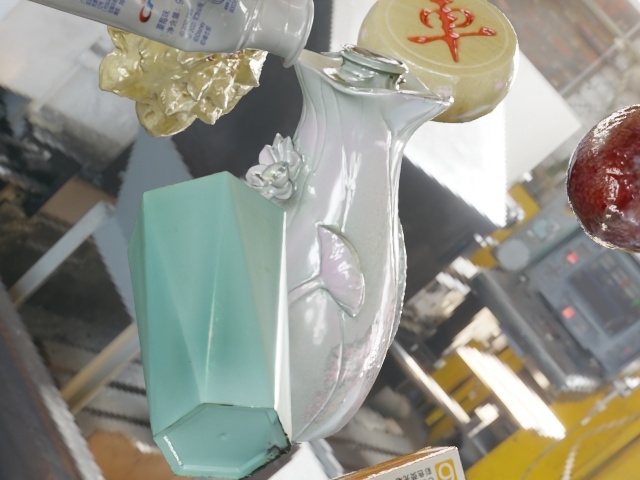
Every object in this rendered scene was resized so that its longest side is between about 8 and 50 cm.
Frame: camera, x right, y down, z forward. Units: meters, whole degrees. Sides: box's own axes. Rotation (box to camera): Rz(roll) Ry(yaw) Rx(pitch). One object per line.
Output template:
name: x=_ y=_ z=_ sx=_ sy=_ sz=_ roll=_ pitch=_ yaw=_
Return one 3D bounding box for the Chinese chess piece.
Chinese chess piece: x=0.180 y=-0.290 z=1.714 sx=0.250 sy=0.097 sz=0.251 roll=6 pitch=48 yaw=-7

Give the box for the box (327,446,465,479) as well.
box: x=0.097 y=0.433 z=1.614 sx=0.091 sy=0.274 sz=0.221 roll=-17 pitch=-92 yaw=62

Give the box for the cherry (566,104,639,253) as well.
cherry: x=0.496 y=-0.089 z=1.756 sx=0.300 sy=0.203 sz=0.230 roll=-32 pitch=95 yaw=-45

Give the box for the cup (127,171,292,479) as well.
cup: x=-0.088 y=0.077 z=0.939 sx=0.148 sy=0.134 sz=0.236 roll=30 pitch=35 yaw=-36

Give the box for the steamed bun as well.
steamed bun: x=-0.178 y=-0.277 z=1.613 sx=0.137 sy=0.292 sz=0.295 roll=33 pitch=6 yaw=38

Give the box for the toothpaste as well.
toothpaste: x=-0.134 y=-0.192 z=0.810 sx=0.266 sy=0.096 sz=0.061 roll=15 pitch=29 yaw=-24

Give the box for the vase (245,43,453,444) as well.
vase: x=0.000 y=0.000 z=1.281 sx=0.250 sy=0.445 sz=0.250 roll=15 pitch=19 yaw=-5
